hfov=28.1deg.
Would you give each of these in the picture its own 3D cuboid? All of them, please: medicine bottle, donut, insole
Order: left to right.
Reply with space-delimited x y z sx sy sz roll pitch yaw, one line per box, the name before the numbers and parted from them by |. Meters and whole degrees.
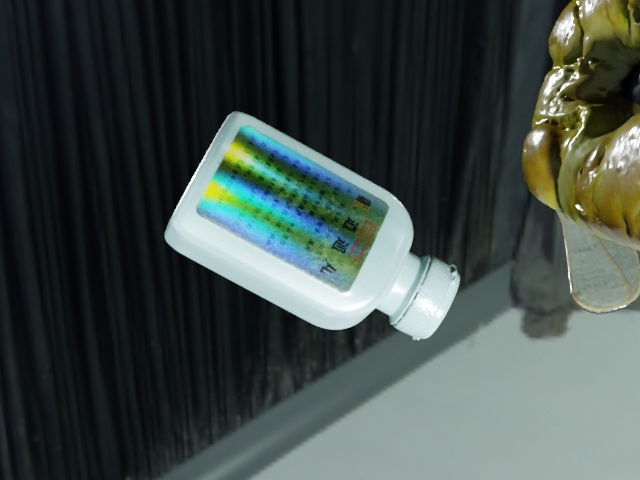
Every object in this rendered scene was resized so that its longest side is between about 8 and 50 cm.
medicine bottle | 0.000 0.000 1.032 0.229 0.083 0.121 28 66 -4
insole | 0.333 -0.049 1.603 0.119 0.009 0.348 -14 47 13
donut | 0.236 -0.090 0.802 0.128 0.208 0.261 12 11 -18
